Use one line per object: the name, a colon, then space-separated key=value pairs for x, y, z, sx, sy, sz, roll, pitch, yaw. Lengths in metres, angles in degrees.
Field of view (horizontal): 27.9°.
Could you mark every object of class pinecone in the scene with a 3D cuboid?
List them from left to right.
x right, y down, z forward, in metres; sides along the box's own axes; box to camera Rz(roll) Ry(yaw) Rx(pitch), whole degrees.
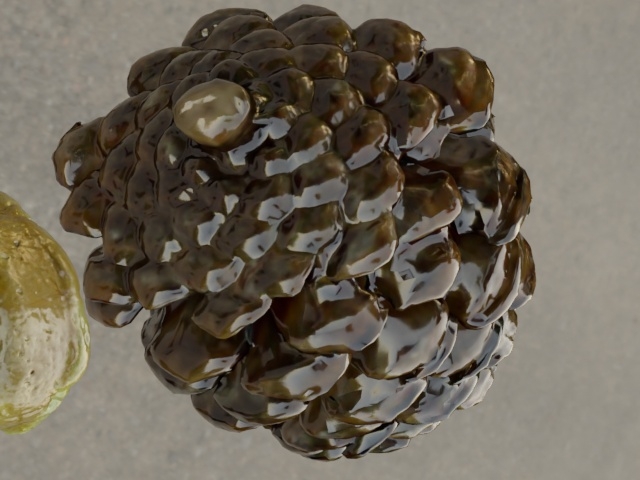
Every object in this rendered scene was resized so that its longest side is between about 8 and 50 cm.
pinecone: x=0.000 y=0.000 z=0.650 sx=0.224 sy=0.224 sz=0.272 roll=-59 pitch=144 yaw=-16

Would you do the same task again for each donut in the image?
donut: x=-0.351 y=0.065 z=1.293 sx=0.208 sy=0.261 sz=0.128 roll=-55 pitch=158 yaw=21
